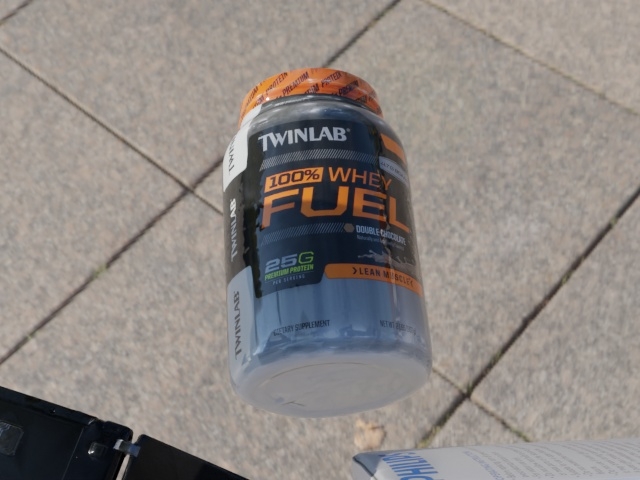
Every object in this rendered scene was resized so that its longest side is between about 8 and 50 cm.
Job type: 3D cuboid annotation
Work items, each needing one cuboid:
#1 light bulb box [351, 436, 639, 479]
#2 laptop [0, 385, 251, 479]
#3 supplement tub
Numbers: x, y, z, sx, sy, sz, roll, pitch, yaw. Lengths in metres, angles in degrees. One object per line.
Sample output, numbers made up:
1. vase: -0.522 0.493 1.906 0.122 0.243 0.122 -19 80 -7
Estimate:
1. light bulb box: 0.215 0.328 0.709 0.360 0.225 0.358 -3 84 -3
2. laptop: -0.177 0.235 0.646 0.264 0.136 0.234 14 70 14
3. supplement tub: 0.000 0.000 1.060 0.207 0.207 0.338 -7 63 3
